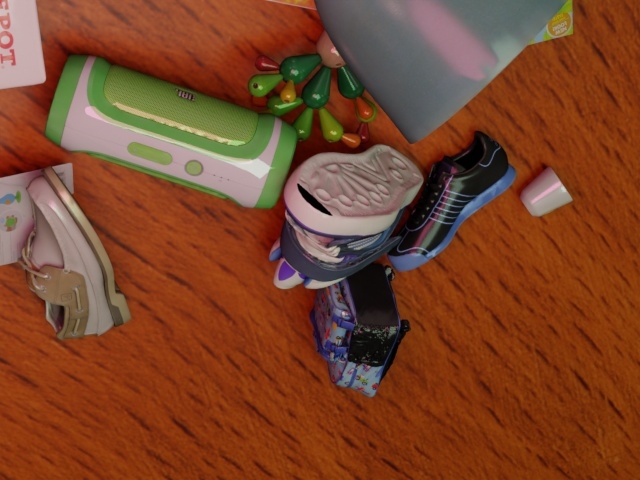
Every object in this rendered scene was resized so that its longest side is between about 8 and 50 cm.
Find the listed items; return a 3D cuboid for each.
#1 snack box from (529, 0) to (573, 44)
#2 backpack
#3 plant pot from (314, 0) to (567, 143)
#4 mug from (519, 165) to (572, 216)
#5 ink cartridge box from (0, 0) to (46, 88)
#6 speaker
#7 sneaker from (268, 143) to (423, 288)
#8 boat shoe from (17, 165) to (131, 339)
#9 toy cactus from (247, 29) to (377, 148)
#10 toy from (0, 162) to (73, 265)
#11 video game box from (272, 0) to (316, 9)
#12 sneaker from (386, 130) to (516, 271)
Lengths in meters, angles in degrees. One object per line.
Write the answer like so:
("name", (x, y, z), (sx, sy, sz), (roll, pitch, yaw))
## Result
("snack box", (0.246, -0.362, 1.723), (0.174, 0.070, 0.207), (-16, 122, -12))
("backpack", (0.048, 0.136, 1.867), (0.117, 0.158, 0.173), (5, 127, -14))
("plant pot", (0.129, -0.301, 1.543), (0.235, 0.293, 0.293), (44, 96, -7))
("mug", (0.337, -0.063, 1.924), (0.064, 0.062, 0.078), (-35, 117, 8))
("ink cartridge box", (-0.518, -0.301, 1.404), (0.395, 0.166, 0.285), (-10, 120, -16))
("speaker", (-0.184, -0.135, 1.605), (0.296, 0.131, 0.131), (18, 110, -9))
("sneaker", (0.000, 0.000, 1.703), (0.130, 0.323, 0.236), (44, 116, 10))
("boat shoe", (-0.327, 0.033, 1.644), (0.103, 0.113, 0.302), (-28, 142, -13))
("toy cactus", (0.002, -0.216, 1.690), (0.219, 0.112, 0.180), (14, 107, -31))
("toy", (-0.434, -0.029, 1.642), (0.237, 0.056, 0.137), (-12, 129, -23))
("video game box", (-0.061, -0.394, 1.603), (0.205, 0.048, 0.187), (6, 117, -24))
("sneaker", (0.173, -0.060, 1.854), (0.232, 0.081, 0.090), (-43, 120, -4))
